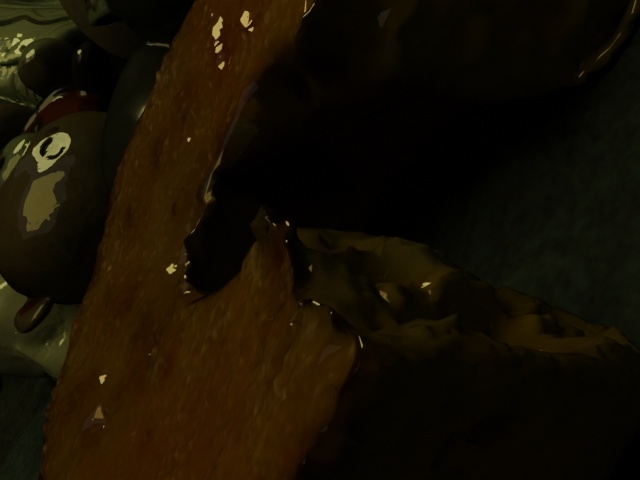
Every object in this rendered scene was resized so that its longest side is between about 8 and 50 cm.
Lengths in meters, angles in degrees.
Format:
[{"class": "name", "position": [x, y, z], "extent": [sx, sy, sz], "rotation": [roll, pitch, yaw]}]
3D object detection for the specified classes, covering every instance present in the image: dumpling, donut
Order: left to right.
[{"class": "dumpling", "position": [-0.301, 0.067, 1.164], "extent": [0.166, 0.126, 0.216], "rotation": [-58, 17, -21]}, {"class": "donut", "position": [0.000, 0.000, 0.565], "extent": [0.377, 0.163, 0.435], "rotation": [-34, 41, 52]}]

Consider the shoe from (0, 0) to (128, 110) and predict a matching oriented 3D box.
[{"class": "shoe", "position": [-0.358, -0.215, 1.328], "extent": [0.210, 0.341, 0.132], "rotation": [-129, 32, -54]}]

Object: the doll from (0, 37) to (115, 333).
[{"class": "doll", "position": [-0.247, -0.061, 1.104], "extent": [0.235, 0.174, 0.330], "rotation": [-47, 33, 15]}]

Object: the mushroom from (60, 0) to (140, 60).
[{"class": "mushroom", "position": [-0.172, -0.262, 1.094], "extent": [0.204, 0.204, 0.204], "rotation": [-45, 32, 38]}]

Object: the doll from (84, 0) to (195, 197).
[{"class": "doll", "position": [-0.039, -0.205, 0.830], "extent": [0.382, 0.252, 0.379], "rotation": [-13, 88, 64]}]
